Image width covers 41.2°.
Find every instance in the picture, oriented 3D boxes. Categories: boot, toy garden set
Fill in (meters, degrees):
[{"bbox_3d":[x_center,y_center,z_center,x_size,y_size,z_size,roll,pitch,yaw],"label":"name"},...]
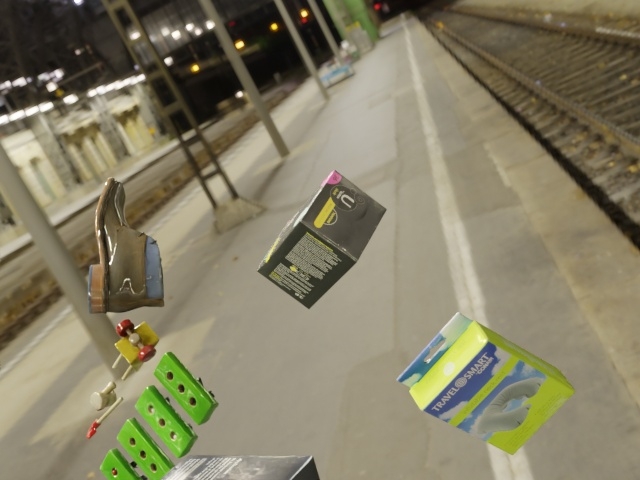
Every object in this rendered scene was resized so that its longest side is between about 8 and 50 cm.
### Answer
[{"bbox_3d":[-0.277,0.008,1.253,0.106,0.219,0.082,2,-26,-6],"label":"boot"},{"bbox_3d":[-0.264,0.257,1.277,0.049,0.204,0.244,-7,-45,-56],"label":"toy garden set"}]

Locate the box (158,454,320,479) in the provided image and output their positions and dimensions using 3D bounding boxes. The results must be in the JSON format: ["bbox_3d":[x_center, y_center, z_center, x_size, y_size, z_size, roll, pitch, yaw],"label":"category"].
[{"bbox_3d":[-0.070,0.293,0.803,0.158,0.155,0.093,-9,14,33],"label":"box"}]

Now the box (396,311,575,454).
[{"bbox_3d":[0.183,0.159,0.930,0.109,0.178,0.042,-51,32,15],"label":"box"}]

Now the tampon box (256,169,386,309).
[{"bbox_3d":[0.000,0.000,1.259,0.161,0.101,0.120,-47,9,49],"label":"tampon box"}]
